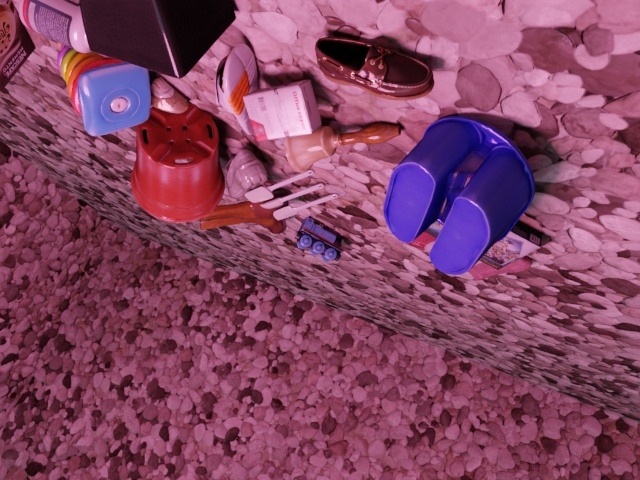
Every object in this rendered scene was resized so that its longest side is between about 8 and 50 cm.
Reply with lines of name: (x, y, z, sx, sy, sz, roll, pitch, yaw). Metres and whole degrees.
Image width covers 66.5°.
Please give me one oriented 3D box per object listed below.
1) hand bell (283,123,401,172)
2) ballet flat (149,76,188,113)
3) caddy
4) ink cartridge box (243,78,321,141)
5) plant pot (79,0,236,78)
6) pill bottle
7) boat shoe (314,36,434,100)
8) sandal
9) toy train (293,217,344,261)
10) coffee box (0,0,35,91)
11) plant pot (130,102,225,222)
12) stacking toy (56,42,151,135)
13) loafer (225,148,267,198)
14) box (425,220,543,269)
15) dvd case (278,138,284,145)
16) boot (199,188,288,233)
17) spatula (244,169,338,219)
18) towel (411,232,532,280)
hand bell: (0.056, -0.218, 1.045, 0.242, 0.126, 0.126, -2, 152, 29)
ballet flat: (-0.428, -0.383, 1.216, 0.206, 0.073, 0.067, 22, 149, -4)
caddy: (0.271, -0.088, 0.969, 0.241, 0.179, 0.341, 39, 159, 17)
ink cartridge box: (-0.076, -0.264, 0.997, 0.136, 0.056, 0.099, -1, 119, 27)
plant pot: (-0.268, -0.402, 0.778, 0.188, 0.187, 0.167, 21, 151, 11)
pill bottle: (-0.520, -0.462, 1.032, 0.180, 0.107, 0.108, 25, 163, -1)
boat shoe: (0.084, -0.286, 0.804, 0.207, 0.073, 0.073, 17, 163, 21)
sandal: (-0.183, -0.312, 1.036, 0.076, 0.101, 0.265, 27, 164, 9)
toy train: (0.000, 0.000, 1.702, 0.184, 0.105, 0.080, 28, 166, -10)
coffee box: (-0.830, -0.518, 1.180, 0.119, 0.168, 0.297, 27, 163, -8)
plant pot: (-0.390, -0.225, 1.347, 0.273, 0.272, 0.265, 26, 154, -5)
stacking toy: (-0.544, -0.403, 1.144, 0.302, 0.166, 0.175, 47, 144, 21)
loafer: (-0.230, -0.199, 1.462, 0.111, 0.112, 0.319, 65, 161, -4)
box: (0.386, -0.021, 1.184, 0.233, 0.044, 0.159, 27, 152, -7)
dvd case: (-0.075, -0.261, 1.190, 0.087, 0.013, 0.119, 18, 162, 20)
boot: (-0.252, -0.062, 1.605, 0.281, 0.096, 0.264, -15, 168, -13)
spatula: (-0.085, -0.130, 1.435, 0.242, 0.019, 0.168, -16, 140, 32)
towel: (0.380, 0.015, 1.361, 0.329, 0.037, 0.237, 27, 162, -8)
